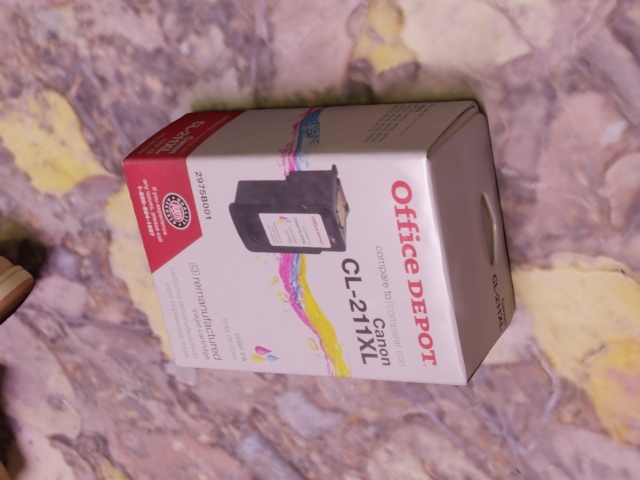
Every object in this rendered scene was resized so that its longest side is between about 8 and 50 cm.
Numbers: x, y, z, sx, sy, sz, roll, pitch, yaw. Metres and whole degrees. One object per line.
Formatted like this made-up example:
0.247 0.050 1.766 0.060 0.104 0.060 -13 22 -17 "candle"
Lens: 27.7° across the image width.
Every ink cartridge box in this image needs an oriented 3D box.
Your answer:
0.000 0.000 0.674 0.175 0.072 0.127 0 115 29 "ink cartridge box"

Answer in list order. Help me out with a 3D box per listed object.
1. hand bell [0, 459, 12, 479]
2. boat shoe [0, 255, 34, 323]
-0.221 0.218 0.909 0.126 0.126 0.242 -11 121 32 "hand bell"
-0.304 0.061 0.853 0.302 0.109 0.098 -25 103 41 "boat shoe"
